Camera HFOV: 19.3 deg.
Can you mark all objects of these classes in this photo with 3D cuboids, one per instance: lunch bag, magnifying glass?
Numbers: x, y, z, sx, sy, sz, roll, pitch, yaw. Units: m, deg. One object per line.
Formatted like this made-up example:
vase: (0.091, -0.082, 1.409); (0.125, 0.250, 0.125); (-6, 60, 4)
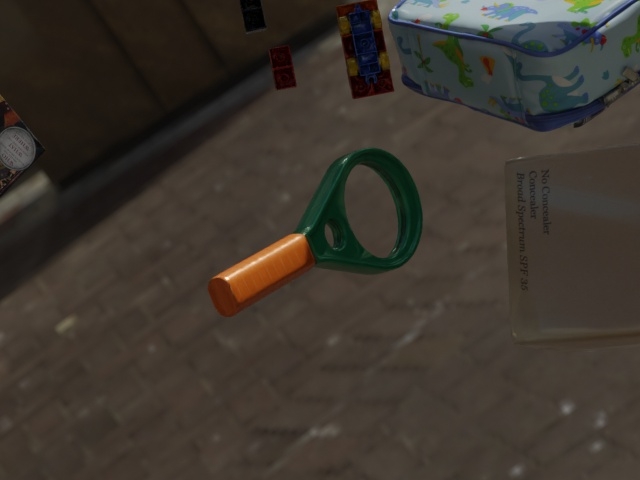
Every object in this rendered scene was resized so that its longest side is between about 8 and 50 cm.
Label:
lunch bag: (0.182, -0.176, 1.589); (0.176, 0.090, 0.219); (-35, 34, -29)
magnifying glass: (0.000, 0.000, 1.335); (0.026, 0.092, 0.231); (-16, 9, 39)

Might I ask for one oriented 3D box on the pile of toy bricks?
pile of toy bricks: (-0.007, -0.208, 1.423); (0.118, 0.212, 0.105); (-10, 3, -1)

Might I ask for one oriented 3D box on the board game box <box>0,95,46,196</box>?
board game box: (-0.401, -0.123, 1.829); (0.042, 0.243, 0.165); (-8, 37, 53)

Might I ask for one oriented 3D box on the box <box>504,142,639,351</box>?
box: (0.297, -0.001, 1.349); (0.311, 0.148, 0.121); (-8, -9, 33)
